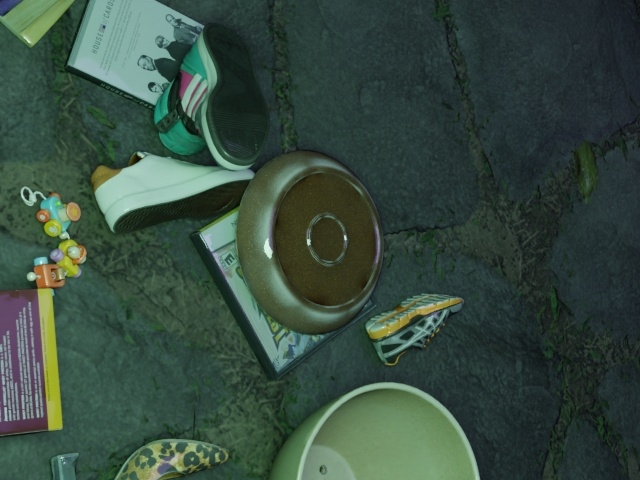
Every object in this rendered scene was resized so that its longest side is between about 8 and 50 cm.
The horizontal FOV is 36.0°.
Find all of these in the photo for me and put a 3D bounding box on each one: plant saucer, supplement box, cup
[{"bbox_3d":[0.000,0.000,1.631,0.310,0.050,0.311,6,80,-39],"label":"plant saucer"},{"bbox_3d":[-0.464,0.169,1.310,0.194,0.129,0.191,-1,79,-33],"label":"supplement box"},{"bbox_3d":[0.046,0.396,1.513,0.331,0.237,0.331,9,72,-31],"label":"cup"}]

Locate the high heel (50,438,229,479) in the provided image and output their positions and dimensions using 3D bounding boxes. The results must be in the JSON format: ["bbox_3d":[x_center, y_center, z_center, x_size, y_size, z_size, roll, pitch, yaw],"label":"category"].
[{"bbox_3d":[-0.245,0.384,1.394,0.261,0.093,0.186,-4,63,-19],"label":"high heel"}]

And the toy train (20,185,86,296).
[{"bbox_3d":[-0.379,0.000,1.422,0.125,0.046,0.166,20,56,-71],"label":"toy train"}]

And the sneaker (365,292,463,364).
[{"bbox_3d":[0.171,0.152,1.760,0.215,0.084,0.083,-21,103,-31],"label":"sneaker"}]

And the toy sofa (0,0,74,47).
[{"bbox_3d":[-0.371,-0.426,1.383,0.177,0.362,0.150,43,59,-24],"label":"toy sofa"}]

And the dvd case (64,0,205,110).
[{"bbox_3d":[-0.280,-0.307,1.610,0.238,0.029,0.179,23,67,-26],"label":"dvd case"}]

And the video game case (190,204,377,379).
[{"bbox_3d":[-0.054,0.052,1.654,0.248,0.035,0.275,-33,99,-34],"label":"video game case"}]

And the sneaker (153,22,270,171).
[{"bbox_3d":[-0.178,-0.180,1.521,0.123,0.178,0.295,16,43,-28],"label":"sneaker"}]

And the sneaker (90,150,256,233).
[{"bbox_3d":[-0.226,-0.100,1.549,0.290,0.106,0.123,-12,60,-45],"label":"sneaker"}]
